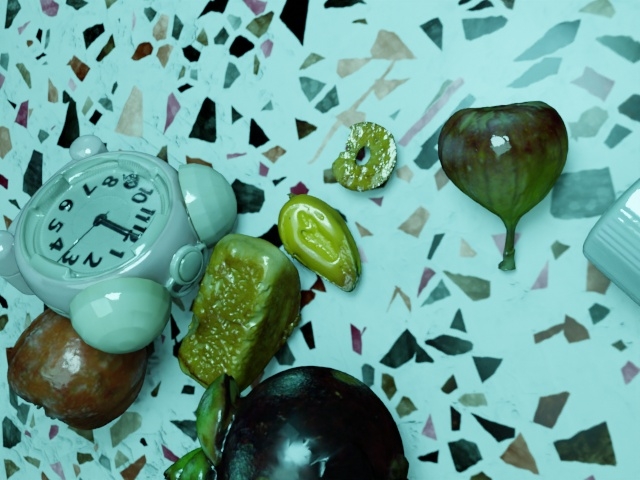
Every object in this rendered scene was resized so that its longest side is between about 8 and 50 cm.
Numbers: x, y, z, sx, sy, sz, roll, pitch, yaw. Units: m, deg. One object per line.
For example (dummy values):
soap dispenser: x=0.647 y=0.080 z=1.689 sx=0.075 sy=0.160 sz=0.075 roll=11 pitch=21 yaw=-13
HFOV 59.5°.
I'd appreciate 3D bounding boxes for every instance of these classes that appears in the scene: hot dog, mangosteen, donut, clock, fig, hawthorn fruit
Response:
hot dog: x=-0.118 y=0.111 z=0.894 sx=0.150 sy=0.153 sz=0.256 roll=25 pitch=103 yaw=18
mangosteen: x=-0.031 y=0.321 z=0.781 sx=0.311 sy=0.311 sz=0.311 roll=1 pitch=92 yaw=25
donut: x=0.073 y=-0.124 z=0.860 sx=0.097 sy=0.043 sz=0.108 roll=38 pitch=105 yaw=20
clock: x=-0.334 y=-0.003 z=0.927 sx=0.326 sy=0.184 sz=0.342 roll=17 pitch=66 yaw=25
fig: x=0.251 y=-0.084 z=0.753 sx=0.160 sy=0.230 sz=0.143 roll=-8 pitch=45 yaw=24
hawthorn fruit: x=-0.415 y=0.192 z=1.016 sx=0.242 sy=0.242 sz=0.271 roll=23 pitch=70 yaw=22

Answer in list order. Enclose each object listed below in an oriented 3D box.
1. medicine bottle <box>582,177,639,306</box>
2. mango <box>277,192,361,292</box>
medicine bottle: x=0.488 y=0.080 z=0.585 sx=0.242 sy=0.242 sz=0.395 roll=-47 pitch=59 yaw=18
mango: x=0.000 y=0.000 z=0.887 sx=0.101 sy=0.066 sz=0.187 roll=-43 pitch=79 yaw=11
